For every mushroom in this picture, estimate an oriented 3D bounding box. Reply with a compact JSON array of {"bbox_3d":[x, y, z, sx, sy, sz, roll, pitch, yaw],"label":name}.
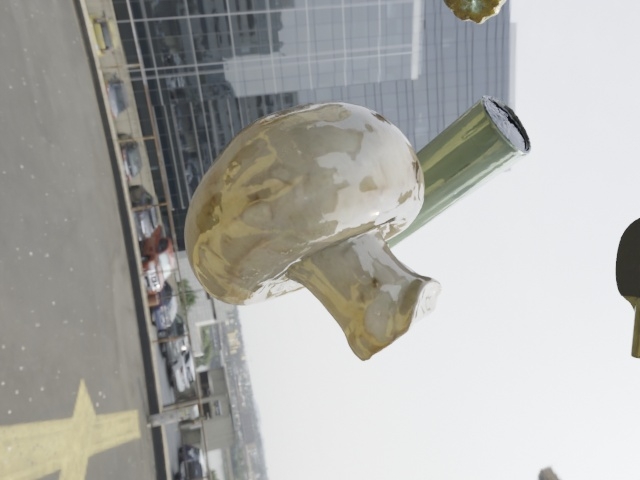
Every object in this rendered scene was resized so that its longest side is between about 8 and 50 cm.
[{"bbox_3d":[0.000,0.000,0.568,0.290,0.297,0.297,61,-16,14],"label":"mushroom"}]

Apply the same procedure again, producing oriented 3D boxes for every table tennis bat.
[{"bbox_3d":[0.557,0.079,0.833,0.138,0.022,0.247,161,-66,-82],"label":"table tennis bat"}]

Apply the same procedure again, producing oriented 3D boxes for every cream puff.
[{"bbox_3d":[0.342,-0.558,1.058,0.146,0.146,0.116,119,-5,-72],"label":"cream puff"}]

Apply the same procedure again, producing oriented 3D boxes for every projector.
[{"bbox_3d":[0.165,-0.084,0.783,0.337,0.108,0.108,-40,-125,40],"label":"projector"}]
